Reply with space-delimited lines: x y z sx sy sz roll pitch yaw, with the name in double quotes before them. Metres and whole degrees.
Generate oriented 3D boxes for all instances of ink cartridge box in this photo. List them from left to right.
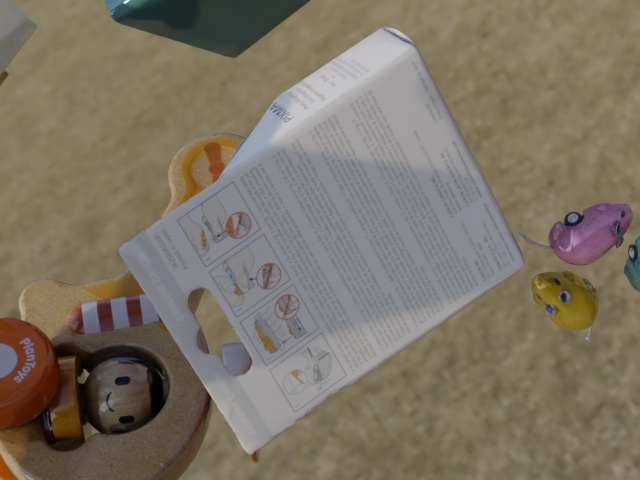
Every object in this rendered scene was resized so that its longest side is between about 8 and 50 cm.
"ink cartridge box" 0.000 0.000 1.183 0.232 0.189 0.066 -32 29 -5

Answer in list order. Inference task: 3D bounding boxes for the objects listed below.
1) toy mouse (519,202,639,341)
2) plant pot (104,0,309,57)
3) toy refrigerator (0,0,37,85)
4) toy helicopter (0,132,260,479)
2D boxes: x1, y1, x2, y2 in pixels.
"toy mouse" 0.214 0.013 1.286 0.143 0.161 0.031 -37 46 19
"plant pot" -0.047 -0.279 1.385 0.234 0.165 0.166 -28 -20 27
"toy refrigerator" -0.398 -0.129 1.797 0.102 0.094 0.269 -31 24 57
"toy helicopter" -0.114 0.057 1.384 0.235 0.140 0.355 13 54 17
